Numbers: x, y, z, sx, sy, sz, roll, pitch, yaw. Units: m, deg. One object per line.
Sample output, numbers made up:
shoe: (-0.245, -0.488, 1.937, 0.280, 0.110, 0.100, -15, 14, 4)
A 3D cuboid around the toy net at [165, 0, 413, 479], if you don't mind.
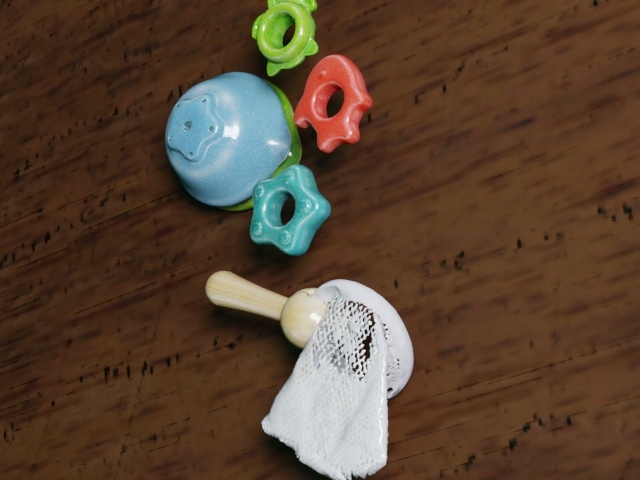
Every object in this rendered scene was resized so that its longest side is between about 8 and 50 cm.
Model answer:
toy net: (0.000, 0.000, 0.859, 0.122, 0.045, 0.232, -38, 60, 24)
